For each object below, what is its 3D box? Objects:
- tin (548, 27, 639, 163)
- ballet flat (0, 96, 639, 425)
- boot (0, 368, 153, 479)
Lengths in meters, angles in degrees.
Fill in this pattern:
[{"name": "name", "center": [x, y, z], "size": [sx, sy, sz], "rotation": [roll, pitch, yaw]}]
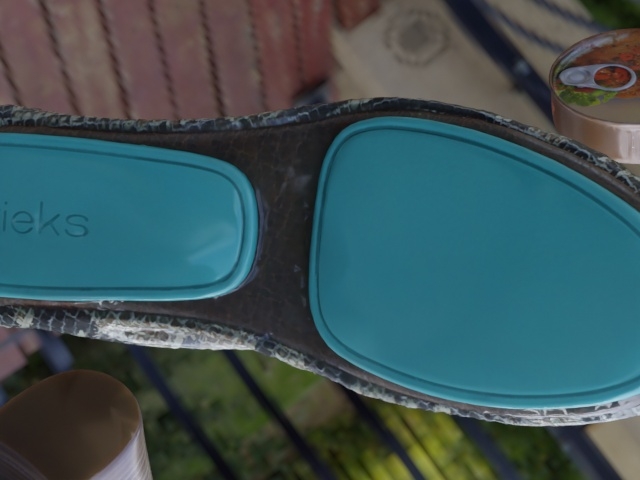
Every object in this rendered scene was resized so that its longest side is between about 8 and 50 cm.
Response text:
[{"name": "tin", "center": [0.233, -0.086, 1.204], "size": [0.106, 0.189, 0.040], "rotation": [-71, 159, -54]}, {"name": "ballet flat", "center": [0.000, 0.000, 1.119], "size": [0.182, 0.482, 0.164], "rotation": [2, 94, -68]}, {"name": "boot", "center": [-0.192, 0.200, 0.931], "size": [0.283, 0.109, 0.220], "rotation": [-37, 148, -33]}]
